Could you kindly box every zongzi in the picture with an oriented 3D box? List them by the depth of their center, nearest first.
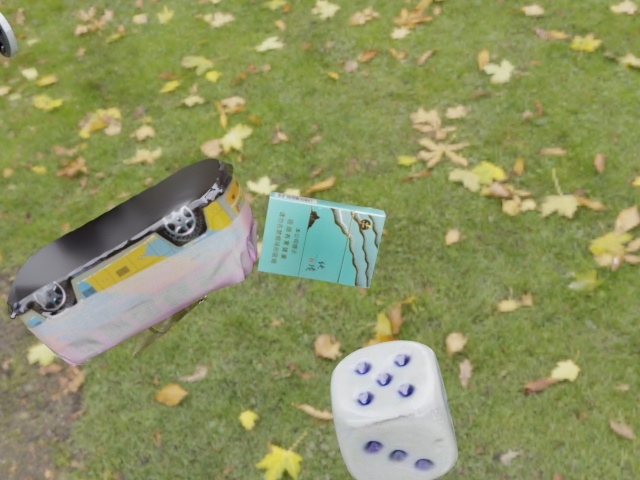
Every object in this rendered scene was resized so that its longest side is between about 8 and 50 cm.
[{"bbox_3d":[-0.457,0.176,2.033,0.274,0.251,0.125,-46,61,-5],"label":"zongzi"}]

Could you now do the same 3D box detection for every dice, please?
[{"bbox_3d":[0.128,0.302,1.346,0.192,0.193,0.194,-13,33,7],"label":"dice"}]

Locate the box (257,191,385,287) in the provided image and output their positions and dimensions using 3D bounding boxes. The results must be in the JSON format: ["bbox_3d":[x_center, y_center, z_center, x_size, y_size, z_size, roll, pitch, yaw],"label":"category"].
[{"bbox_3d":[0.001,0.000,1.527,0.229,0.162,0.041,10,22,-5],"label":"box"}]

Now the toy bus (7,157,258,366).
[{"bbox_3d":[-0.269,0.035,1.193,0.386,0.162,0.171,-29,29,8],"label":"toy bus"}]

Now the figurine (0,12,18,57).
[{"bbox_3d":[-0.816,-0.415,1.733,0.133,0.176,0.236,37,53,24],"label":"figurine"}]
